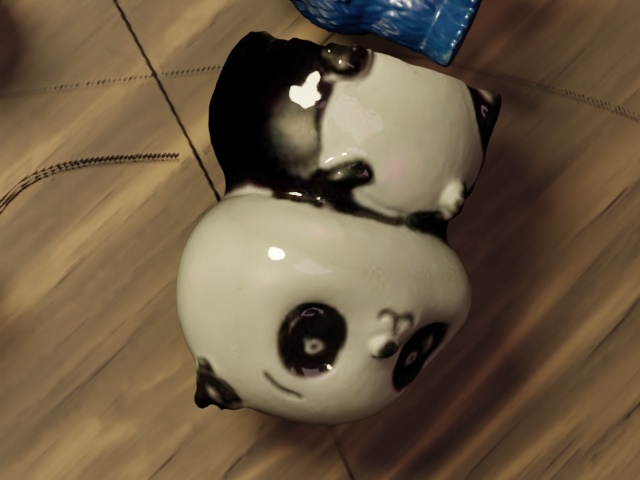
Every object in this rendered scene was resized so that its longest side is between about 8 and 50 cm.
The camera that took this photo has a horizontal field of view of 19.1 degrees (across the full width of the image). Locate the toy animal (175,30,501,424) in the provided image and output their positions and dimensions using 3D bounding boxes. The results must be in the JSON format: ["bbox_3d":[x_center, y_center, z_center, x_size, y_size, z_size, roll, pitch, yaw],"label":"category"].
[{"bbox_3d":[0.005,-0.003,1.168,0.187,0.165,0.235,14,83,-37],"label":"toy animal"}]

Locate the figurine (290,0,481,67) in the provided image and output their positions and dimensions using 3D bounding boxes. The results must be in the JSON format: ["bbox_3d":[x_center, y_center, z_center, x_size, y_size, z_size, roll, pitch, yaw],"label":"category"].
[{"bbox_3d":[-0.005,-0.206,1.195,0.262,0.120,0.164,41,50,6],"label":"figurine"}]
